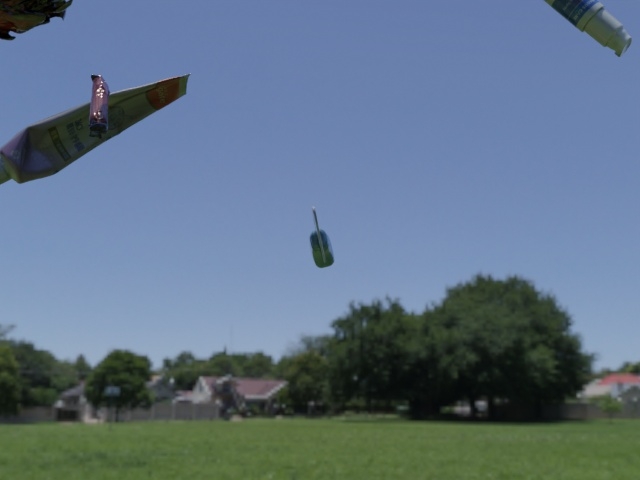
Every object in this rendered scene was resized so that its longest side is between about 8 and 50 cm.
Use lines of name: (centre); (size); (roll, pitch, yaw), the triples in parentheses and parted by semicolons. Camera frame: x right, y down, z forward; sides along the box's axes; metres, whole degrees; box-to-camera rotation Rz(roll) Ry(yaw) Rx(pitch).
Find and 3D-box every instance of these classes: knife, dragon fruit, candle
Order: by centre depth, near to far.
candle: (-0.229, -0.136, 0.953); (0.021, 0.026, 0.167); (-6, 28, -10)
knife: (0.000, 0.002, 1.224); (0.032, 0.058, 0.244); (-9, -8, 0)
dragon fruit: (-0.505, -0.412, 1.473); (0.189, 0.182, 0.182); (-22, -9, -5)

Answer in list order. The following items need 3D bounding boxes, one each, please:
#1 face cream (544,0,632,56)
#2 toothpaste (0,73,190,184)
face cream: (0.260, -0.235, 0.924); (0.034, 0.130, 0.034); (-41, -14, -13)
toothpaste: (-0.301, -0.146, 1.198); (0.301, 0.048, 0.075); (-31, -31, -20)
